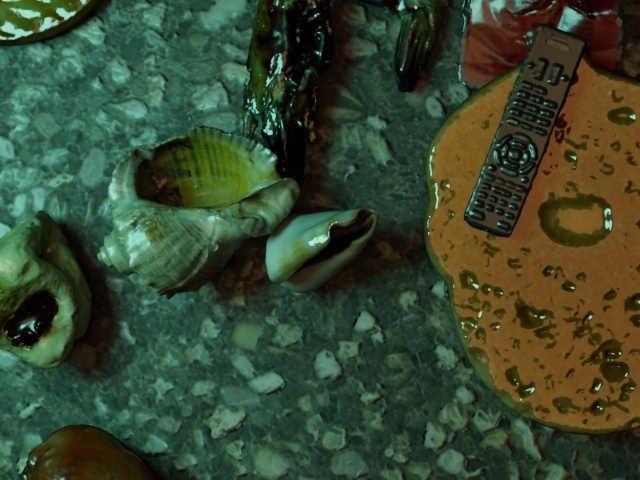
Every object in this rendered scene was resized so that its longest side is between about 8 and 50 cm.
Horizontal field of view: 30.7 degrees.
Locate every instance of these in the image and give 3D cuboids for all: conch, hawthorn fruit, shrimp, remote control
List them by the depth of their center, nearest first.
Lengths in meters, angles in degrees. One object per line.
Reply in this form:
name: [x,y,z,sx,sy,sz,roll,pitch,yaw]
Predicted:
remote control: [0.232,-0.124,1.328,0.063,0.025,0.245,22,93,7]
hawthorn fruit: [-0.254,0.311,1.345,0.200,0.179,0.179,21,89,-12]
conch: [-0.146,-0.038,1.350,0.245,0.163,0.178,-20,103,1]
conch: [-0.001,0.012,1.350,0.104,0.176,0.094,19,75,-35]
shrimp: [0.032,-0.241,1.399,0.233,0.071,0.365,8,83,-1]

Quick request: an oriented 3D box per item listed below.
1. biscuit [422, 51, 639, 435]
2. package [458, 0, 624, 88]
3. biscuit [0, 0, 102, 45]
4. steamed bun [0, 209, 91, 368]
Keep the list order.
biscuit: [0.296,-0.001,1.360,0.350,0.078,0.455,-6,89,5]
package: [0.268,-0.308,1.383,0.194,0.071,0.269,7,92,17]
biscuit: [-0.386,-0.395,1.443,0.318,0.040,0.318,0,86,5]
steamed bun: [-0.342,0.071,1.373,0.141,0.172,0.155,-35,104,12]
